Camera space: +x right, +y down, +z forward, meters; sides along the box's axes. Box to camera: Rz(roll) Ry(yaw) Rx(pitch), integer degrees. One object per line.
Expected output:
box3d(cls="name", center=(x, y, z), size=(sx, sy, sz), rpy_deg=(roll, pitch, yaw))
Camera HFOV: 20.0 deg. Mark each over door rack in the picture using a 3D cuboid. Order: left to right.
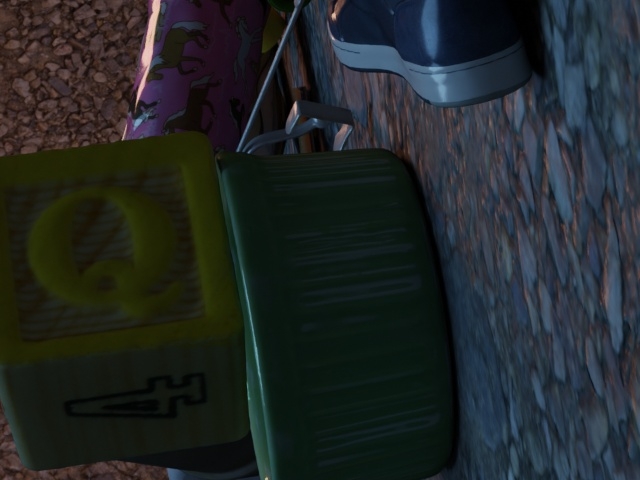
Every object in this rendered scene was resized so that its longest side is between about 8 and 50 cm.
box3d(cls="over door rack", center=(-0.015, -0.080, 1.779), size=(0.324, 0.108, 0.239), rpy_deg=(102, 162, -44))

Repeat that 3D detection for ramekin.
box3d(cls="ramekin", center=(0.010, 0.068, 1.476), size=(0.303, 0.148, 0.303), rpy_deg=(171, 90, -85))

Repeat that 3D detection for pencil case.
box3d(cls="pencil case", center=(-0.134, -0.187, 2.060), size=(0.167, 0.160, 0.386), rpy_deg=(139, 140, -64))

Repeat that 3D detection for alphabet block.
box3d(cls="alphabet block", center=(-0.164, 0.051, 1.447), size=(0.197, 0.193, 0.192), rpy_deg=(91, 168, -59))

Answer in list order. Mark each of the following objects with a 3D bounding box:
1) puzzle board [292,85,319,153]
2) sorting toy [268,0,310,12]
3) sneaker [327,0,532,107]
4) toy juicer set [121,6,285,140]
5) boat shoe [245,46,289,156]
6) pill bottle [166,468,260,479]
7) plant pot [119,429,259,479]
box3d(cls="puzzle board", center=(-0.016, -0.131, 2.121), size=(0.128, 0.011, 0.096), rpy_deg=(-153, 56, -82))
box3d(cls="sorting toy", center=(-0.039, -0.287, 1.864), size=(0.042, 0.061, 0.102), rpy_deg=(-105, -10, -55))
box3d(cls="sneaker", center=(0.043, -0.173, 1.014), size=(0.226, 0.086, 0.163), rpy_deg=(-144, 34, -68))
box3d(cls="toy juicer set", center=(-0.184, -0.238, 2.323), size=(0.089, 0.329, 0.209), rpy_deg=(34, -152, -28))
box3d(cls="boat shoe", center=(-0.101, -0.171, 2.361), size=(0.302, 0.113, 0.103), rpy_deg=(-86, -26, -50))
box3d(cls="pill bottle", center=(-0.123, 0.159, 2.529), size=(0.229, 0.229, 0.407), rpy_deg=(87, 171, -47))
box3d(cls="plant pot", center=(-0.185, 0.142, 2.164), size=(0.280, 0.323, 0.323), rpy_deg=(-4, -96, -53))
